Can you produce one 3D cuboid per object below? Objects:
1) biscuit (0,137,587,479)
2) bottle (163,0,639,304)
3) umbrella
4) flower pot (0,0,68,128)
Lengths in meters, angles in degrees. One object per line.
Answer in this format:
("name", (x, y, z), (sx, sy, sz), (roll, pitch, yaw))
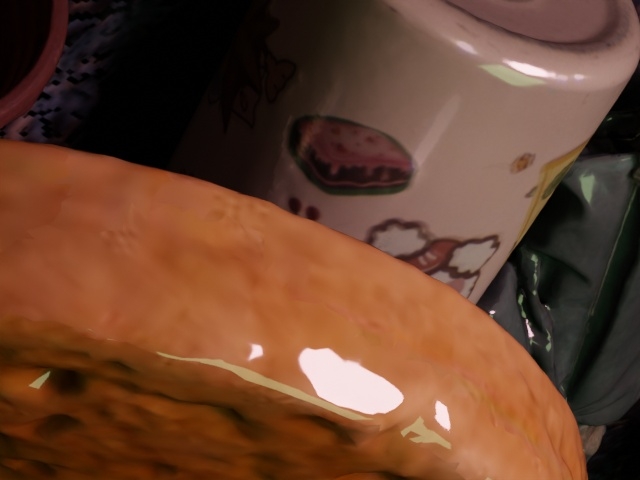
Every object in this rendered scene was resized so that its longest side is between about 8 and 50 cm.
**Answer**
("biscuit", (-0.080, 0.104, 0.633), (0.349, 0.078, 0.455), (13, 150, -1))
("bottle", (0.000, 0.000, 0.682), (0.120, 0.120, 0.253), (-2, 135, -38))
("umbrella", (0.103, 0.005, 0.794), (0.143, 0.094, 0.349), (-34, 157, -33))
("flower pot", (-0.133, -0.049, 0.543), (0.111, 0.111, 0.089), (-7, 153, -33))
